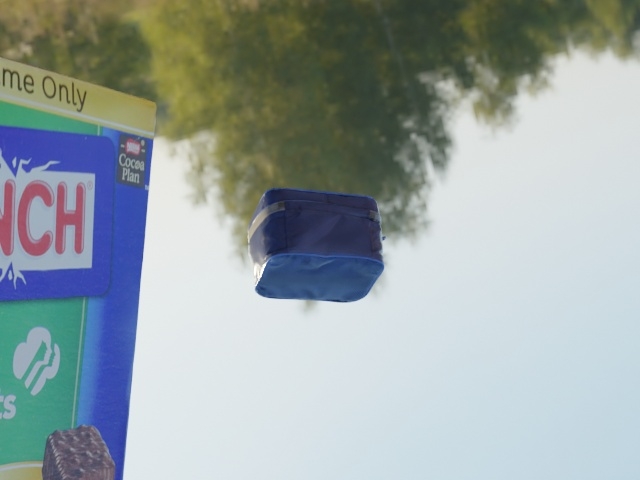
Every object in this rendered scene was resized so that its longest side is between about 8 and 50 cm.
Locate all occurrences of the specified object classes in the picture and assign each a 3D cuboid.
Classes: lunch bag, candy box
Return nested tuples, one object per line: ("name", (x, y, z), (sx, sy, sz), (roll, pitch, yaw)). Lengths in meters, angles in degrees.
("lunch bag", (0.000, 0.000, 0.996), (0.099, 0.065, 0.067), (5, 148, -19))
("candy box", (-0.209, 0.064, 0.668), (0.122, 0.317, 0.268), (2, 177, 30))
